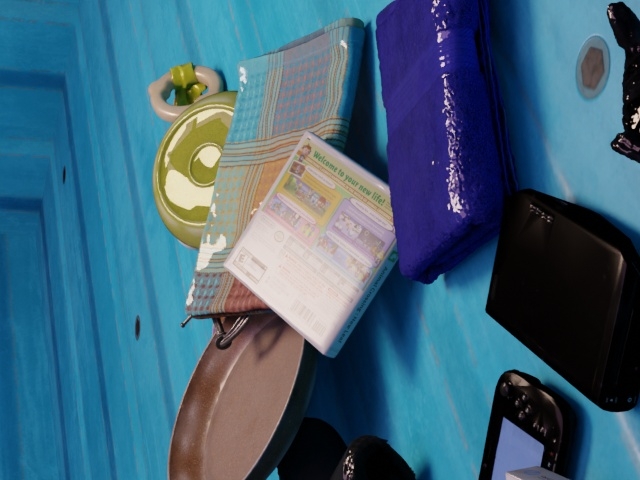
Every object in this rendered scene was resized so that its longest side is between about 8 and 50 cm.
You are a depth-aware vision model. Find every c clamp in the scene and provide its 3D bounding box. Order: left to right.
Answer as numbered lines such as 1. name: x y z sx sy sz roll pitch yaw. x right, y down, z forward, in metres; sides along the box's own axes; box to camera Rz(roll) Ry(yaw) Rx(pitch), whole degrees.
1. c clamp: -0.122 0.091 1.748 0.137 0.022 0.160 -53 24 6

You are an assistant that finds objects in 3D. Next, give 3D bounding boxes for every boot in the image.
1. boot: 0.034 0.266 1.502 0.207 0.094 0.246 112 146 -50

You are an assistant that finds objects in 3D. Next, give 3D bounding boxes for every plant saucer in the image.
1. plant saucer: -0.155 -0.106 1.946 0.241 0.037 0.241 -7 75 29
2. plant saucer: -0.090 0.196 1.651 0.310 0.050 0.310 -45 28 33

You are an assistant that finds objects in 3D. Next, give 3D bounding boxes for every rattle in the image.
1. rattle: -0.197 -0.197 2.250 0.200 0.130 0.142 39 140 34

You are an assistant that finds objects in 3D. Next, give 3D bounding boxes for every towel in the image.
1. towel: -0.060 -0.086 1.693 0.271 0.040 0.370 -10 64 54
2. towel: 0.125 -0.129 1.350 0.227 0.076 0.308 128 140 -69

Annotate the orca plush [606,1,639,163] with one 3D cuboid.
1. orca plush: 0.251 -0.087 0.937 0.287 0.102 0.151 -109 29 -46

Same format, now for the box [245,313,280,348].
1. box: -0.054 0.046 1.748 0.201 0.021 0.164 -39 60 38

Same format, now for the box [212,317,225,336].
1. box: -0.092 0.163 1.920 0.293 0.057 0.201 -159 74 -69

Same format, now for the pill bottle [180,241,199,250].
1. pill bottle: -0.168 -0.061 2.082 0.186 0.112 0.112 124 143 -56

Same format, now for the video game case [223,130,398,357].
1. video game case: 0.000 0.000 1.531 0.212 0.023 0.193 38 99 43

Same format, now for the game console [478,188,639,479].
1. game console: 0.192 0.146 1.159 0.213 0.044 0.361 -136 51 -65

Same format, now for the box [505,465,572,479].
1. box: 0.202 0.288 1.065 0.145 0.038 0.186 12 105 62
